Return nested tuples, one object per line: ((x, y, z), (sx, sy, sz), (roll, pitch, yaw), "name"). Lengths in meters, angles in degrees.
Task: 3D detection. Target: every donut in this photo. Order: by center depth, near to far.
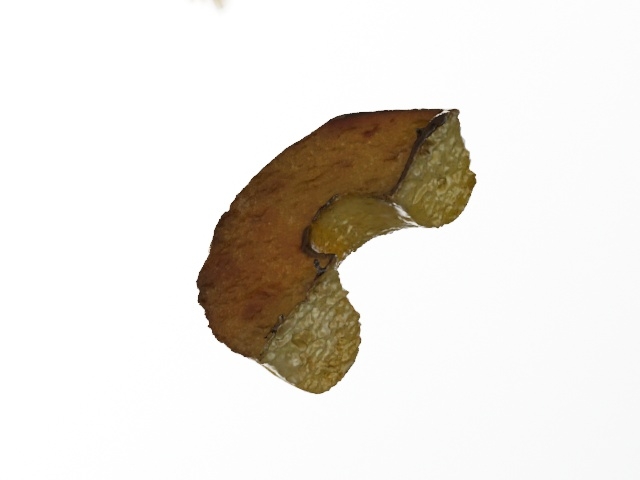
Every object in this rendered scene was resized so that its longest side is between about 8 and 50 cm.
((0.000, -0.005, 1.384), (0.152, 0.101, 0.259), (20, -113, 47), "donut")
